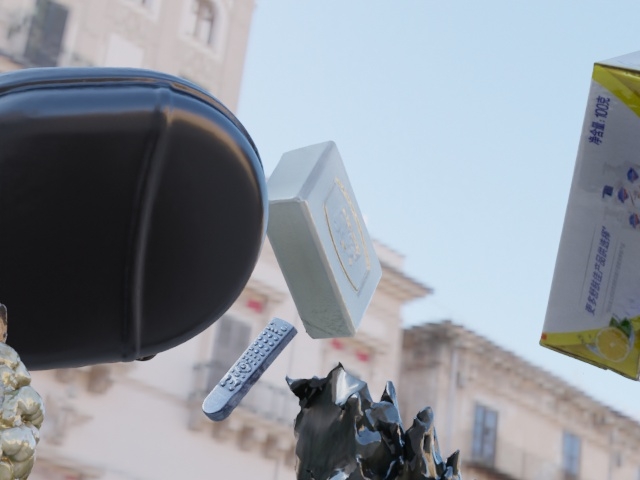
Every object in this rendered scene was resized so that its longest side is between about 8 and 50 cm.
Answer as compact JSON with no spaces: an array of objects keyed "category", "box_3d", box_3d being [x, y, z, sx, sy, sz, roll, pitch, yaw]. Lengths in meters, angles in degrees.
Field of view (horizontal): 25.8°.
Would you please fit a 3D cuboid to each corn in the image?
[{"category":"corn","box_3d":[-0.195,0.134,0.714,0.087,0.087,0.211,13,-46,-13]}]

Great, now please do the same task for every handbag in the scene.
[{"category":"handbag","box_3d":[-0.187,-0.011,1.096,0.308,0.253,0.093,-4,24,-24]}]

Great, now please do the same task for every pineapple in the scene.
[{"category":"pineapple","box_3d":[0.086,0.170,0.708,0.279,0.157,0.158,44,-36,-15]}]

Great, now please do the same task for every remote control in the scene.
[{"category":"remote control","box_3d":[-0.089,0.159,1.714,0.043,0.152,0.027,18,-26,53]}]

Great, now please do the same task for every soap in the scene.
[{"category":"soap","box_3d":[0.000,0.000,1.483,0.064,0.121,0.183,-7,-57,24]}]

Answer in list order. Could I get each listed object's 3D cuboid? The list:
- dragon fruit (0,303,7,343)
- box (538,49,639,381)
[{"category":"dragon fruit","box_3d":[-0.251,0.102,0.893,0.121,0.130,0.142,8,-16,13]},{"category":"box","box_3d":[0.290,-0.030,1.208,0.097,0.265,0.168,21,27,33]}]
